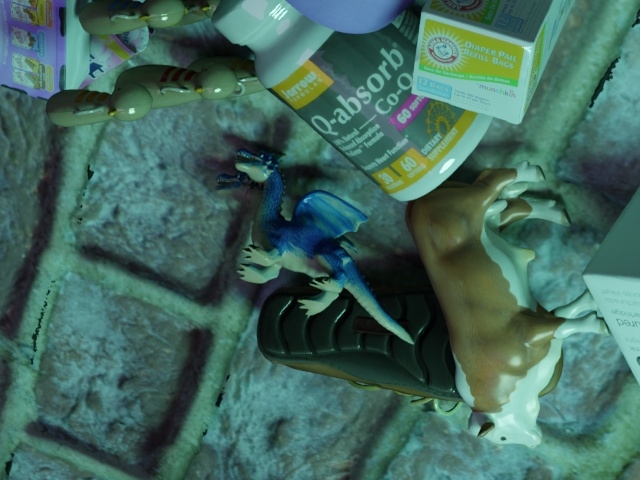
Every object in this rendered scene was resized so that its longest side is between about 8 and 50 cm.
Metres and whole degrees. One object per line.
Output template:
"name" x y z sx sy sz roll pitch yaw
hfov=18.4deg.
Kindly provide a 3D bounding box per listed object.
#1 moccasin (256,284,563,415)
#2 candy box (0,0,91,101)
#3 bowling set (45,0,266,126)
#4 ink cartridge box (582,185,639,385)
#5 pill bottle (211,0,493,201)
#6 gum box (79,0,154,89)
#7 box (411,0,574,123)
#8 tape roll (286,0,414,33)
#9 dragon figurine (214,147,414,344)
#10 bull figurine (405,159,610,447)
"moccasin" 0.111 0.129 2.316 0.380 0.139 0.147 -2 168 31
"candy box" -0.348 -0.250 2.119 0.196 0.070 0.164 19 137 9
"bowling set" -0.158 -0.227 2.061 0.154 0.287 0.199 -1 104 38
"ink cartridge box" 0.492 0.132 2.068 0.285 0.166 0.395 5 136 44
"pill bottle" 0.034 -0.182 2.026 0.278 0.162 0.162 40 136 -15
"gum box" -0.282 -0.259 2.177 0.107 0.062 0.188 -25 117 41
"box" 0.171 -0.222 1.885 0.114 0.203 0.103 17 137 11
"tape roll" 0.026 -0.297 1.893 0.189 0.189 0.080 38 138 -12
"dragon figurine" 0.000 0.000 2.238 0.289 0.144 0.085 25 149 6
"bull figurine" 0.202 0.068 2.138 0.188 0.101 0.310 -24 84 14
